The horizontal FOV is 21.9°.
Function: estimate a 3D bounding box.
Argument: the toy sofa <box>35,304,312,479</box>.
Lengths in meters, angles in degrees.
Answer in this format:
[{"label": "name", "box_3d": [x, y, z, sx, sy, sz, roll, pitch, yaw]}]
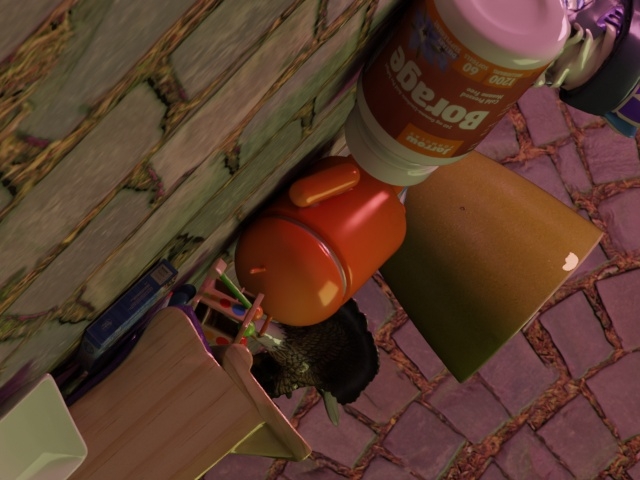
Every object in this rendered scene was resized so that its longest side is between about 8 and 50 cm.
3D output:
[{"label": "toy sofa", "box_3d": [-0.203, 0.221, 1.395, 0.362, 0.177, 0.150, -41, -174, -16]}]

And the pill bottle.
[{"label": "pill bottle", "box_3d": [0.105, -0.139, 1.384, 0.121, 0.121, 0.216, -43, 175, -39]}]

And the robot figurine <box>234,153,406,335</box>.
[{"label": "robot figurine", "box_3d": [0.000, -0.002, 1.664, 0.219, 0.128, 0.158, -45, -173, -35]}]

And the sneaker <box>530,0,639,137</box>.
[{"label": "sneaker", "box_3d": [0.245, -0.182, 1.596, 0.130, 0.236, 0.323, -49, 176, 37]}]

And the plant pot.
[{"label": "plant pot", "box_3d": [0.172, -0.010, 2.183, 0.275, 0.293, 0.275, -47, 177, -4]}]

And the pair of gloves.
[{"label": "pair of gloves", "box_3d": [-0.171, 0.111, 1.535, 0.159, 0.023, 0.198, -59, 178, 5]}]

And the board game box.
[{"label": "board game box", "box_3d": [-0.160, 0.063, 1.363, 0.090, 0.020, 0.090, -44, 176, -23]}]

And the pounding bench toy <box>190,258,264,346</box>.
[{"label": "pounding bench toy", "box_3d": [-0.087, 0.062, 1.572, 0.083, 0.065, 0.052, -62, 180, 44]}]

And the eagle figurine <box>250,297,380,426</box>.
[{"label": "eagle figurine", "box_3d": [-0.011, 0.123, 2.243, 0.298, 0.226, 0.225, -45, 168, 28]}]

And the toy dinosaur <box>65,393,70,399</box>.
[{"label": "toy dinosaur", "box_3d": [-0.225, 0.164, 1.573, 0.090, 0.047, 0.082, -58, -175, 33]}]

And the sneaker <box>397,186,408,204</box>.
[{"label": "sneaker", "box_3d": [0.063, -0.071, 2.041, 0.092, 0.087, 0.228, -31, 162, -37]}]

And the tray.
[{"label": "tray", "box_3d": [-0.289, 0.216, 1.224, 0.270, 0.030, 0.145, -45, 153, -20]}]
